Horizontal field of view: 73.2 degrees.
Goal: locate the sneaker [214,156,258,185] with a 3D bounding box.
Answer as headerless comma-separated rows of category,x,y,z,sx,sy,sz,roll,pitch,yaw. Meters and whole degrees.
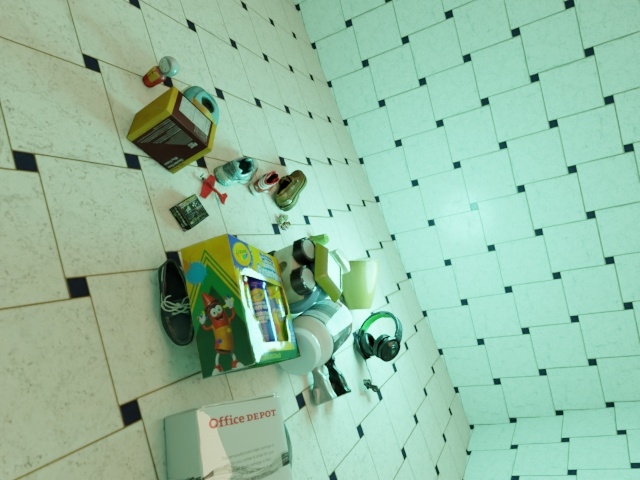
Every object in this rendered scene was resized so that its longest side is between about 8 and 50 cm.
sneaker,-0.313,-0.297,1.793,0.110,0.122,0.283,63,25,-10

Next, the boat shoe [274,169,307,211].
boat shoe,-0.146,-0.275,2.119,0.104,0.111,0.307,53,28,-30

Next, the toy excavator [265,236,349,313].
toy excavator,-0.032,0.153,1.848,0.445,0.223,0.432,43,36,-39

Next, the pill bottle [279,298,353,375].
pill bottle,-0.023,0.379,1.715,0.363,0.210,0.210,-23,90,-64

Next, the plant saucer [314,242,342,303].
plant saucer,0.039,0.125,1.728,0.188,0.045,0.188,53,27,-42

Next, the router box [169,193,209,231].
router box,-0.445,-0.096,1.468,0.092,0.038,0.122,61,26,-15

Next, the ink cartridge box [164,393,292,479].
ink cartridge box,-0.226,0.627,1.116,0.286,0.166,0.394,13,58,-48

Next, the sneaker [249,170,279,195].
sneaker,-0.220,-0.270,1.946,0.087,0.128,0.221,60,26,-16

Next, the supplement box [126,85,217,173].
supplement box,-0.485,-0.358,1.422,0.194,0.192,0.129,42,35,-42

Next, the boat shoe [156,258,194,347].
boat shoe,-0.409,0.176,1.230,0.095,0.079,0.254,-3,68,-28

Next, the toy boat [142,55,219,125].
toy boat,-0.492,-0.519,1.591,0.318,0.148,0.267,46,33,-39

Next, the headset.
headset,0.296,0.556,2.192,0.185,0.244,0.393,44,55,-34

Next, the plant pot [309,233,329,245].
plant pot,0.000,0.000,2.220,0.083,0.079,0.083,45,32,-40

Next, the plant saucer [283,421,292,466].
plant saucer,-0.179,0.671,1.365,0.317,0.044,0.317,44,34,-40

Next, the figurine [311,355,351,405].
figurine,0.017,0.563,1.807,0.215,0.092,0.209,14,50,-59

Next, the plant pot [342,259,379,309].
plant pot,0.201,0.238,2.287,0.237,0.237,0.254,12,73,-61

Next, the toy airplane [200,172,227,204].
toy airplane,-0.405,-0.190,1.636,0.151,0.028,0.151,45,32,-39

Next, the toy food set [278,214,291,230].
toy food set,-0.171,-0.082,2.025,0.077,0.019,0.122,69,17,2

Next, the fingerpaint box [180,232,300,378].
fingerpaint box,-0.229,0.213,1.364,0.445,0.163,0.370,44,30,-71
